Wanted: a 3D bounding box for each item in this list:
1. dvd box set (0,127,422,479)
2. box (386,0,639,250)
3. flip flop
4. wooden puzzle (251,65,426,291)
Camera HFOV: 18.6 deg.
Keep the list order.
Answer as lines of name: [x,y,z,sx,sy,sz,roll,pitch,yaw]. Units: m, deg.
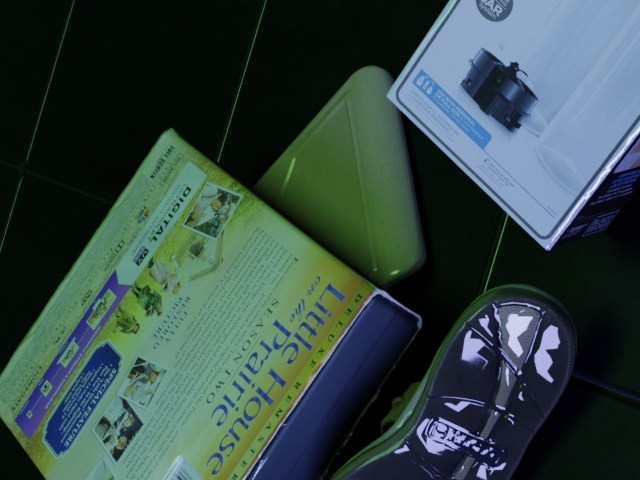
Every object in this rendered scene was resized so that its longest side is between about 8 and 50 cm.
dvd box set: [-0.113,0.102,1.630,0.307,0.062,0.420,-57,33,2]
box: [0.190,-0.157,1.286,0.169,0.087,0.290,47,121,19]
flip flop: [0.090,0.133,1.388,0.277,0.112,0.080,-60,7,28]
wooden puzzle: [0.000,0.000,1.660,0.239,0.044,0.221,-42,42,37]
